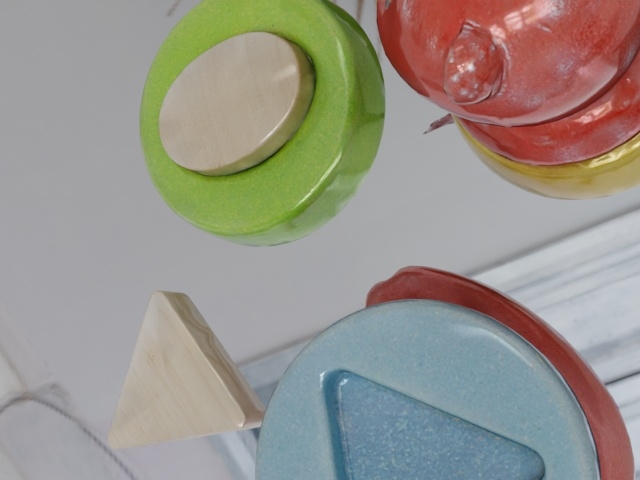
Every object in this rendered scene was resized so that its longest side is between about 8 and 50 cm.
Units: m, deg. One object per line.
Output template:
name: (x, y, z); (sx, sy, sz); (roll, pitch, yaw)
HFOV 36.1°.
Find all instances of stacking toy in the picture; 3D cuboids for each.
stacking toy: (0.000, 0.000, 0.404); (0.130, 0.280, 0.309); (13, -94, -61)

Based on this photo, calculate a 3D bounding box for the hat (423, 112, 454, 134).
hat: (0.211, -0.046, 0.481); (0.208, 0.173, 0.183); (55, 147, 6)
